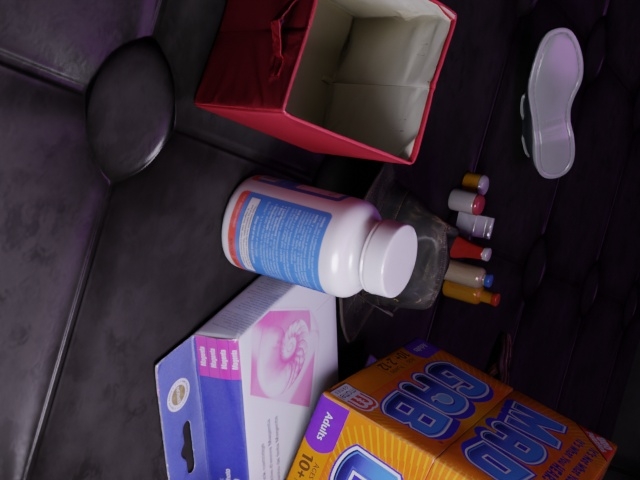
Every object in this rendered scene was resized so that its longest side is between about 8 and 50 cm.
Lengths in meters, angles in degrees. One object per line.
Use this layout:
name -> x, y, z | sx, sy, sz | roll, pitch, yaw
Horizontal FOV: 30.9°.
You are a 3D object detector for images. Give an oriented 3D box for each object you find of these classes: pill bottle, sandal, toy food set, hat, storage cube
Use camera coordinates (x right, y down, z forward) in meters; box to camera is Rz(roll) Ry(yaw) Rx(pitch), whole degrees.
pill bottle -> 0.000, 0.000, 1.420 | 0.124, 0.221, 0.124 | -36, 134, -49
sandal -> 0.372, 0.281, 2.436 | 0.072, 0.049, 0.180 | 53, 42, -63
toy food set -> 0.277, 0.000, 2.051 | 0.111, 0.104, 0.232 | -1, 104, -61
hat -> 0.131, 0.017, 1.713 | 0.331, 0.134, 0.331 | 18, 90, -74
storage cube -> 0.002, -0.204, 1.294 | 0.215, 0.193, 0.183 | 18, 87, -36

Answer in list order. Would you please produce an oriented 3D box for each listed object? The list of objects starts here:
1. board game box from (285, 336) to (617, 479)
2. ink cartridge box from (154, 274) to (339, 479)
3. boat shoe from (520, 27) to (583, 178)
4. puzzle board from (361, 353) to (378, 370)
board game box -> 0.162, 0.409, 1.684 | 0.356, 0.356, 0.356 | -18, 132, -62
ink cartridge box -> -0.081, 0.218, 1.550 | 0.330, 0.071, 0.324 | -43, 139, -47
boat shoe -> 0.433, -0.270, 2.220 | 0.114, 0.091, 0.302 | -6, 118, -13
puzzle board -> 0.087, 0.252, 1.932 | 0.128, 0.011, 0.096 | 44, 65, -58
